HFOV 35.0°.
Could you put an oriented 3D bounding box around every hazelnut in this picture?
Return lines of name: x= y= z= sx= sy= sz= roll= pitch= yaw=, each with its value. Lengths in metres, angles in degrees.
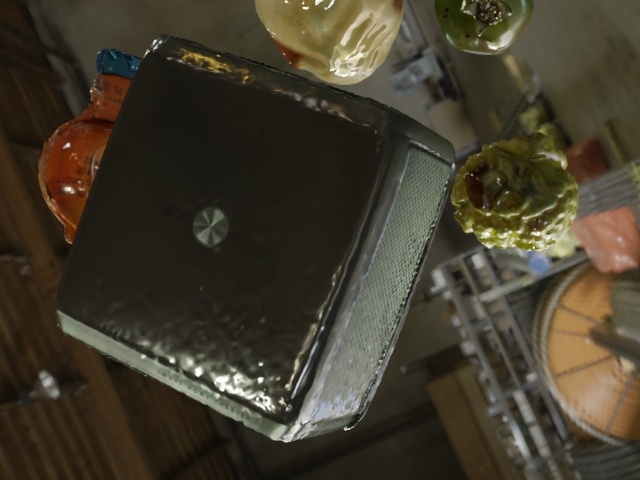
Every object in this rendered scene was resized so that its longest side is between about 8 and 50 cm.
hazelnut: x=0.023 y=-0.408 z=1.742 sx=0.261 sy=0.261 sz=0.241 roll=61 pitch=-147 yaw=-41

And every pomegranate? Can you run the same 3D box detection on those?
pomegranate: x=0.297 y=-0.421 z=1.836 sx=0.224 sy=0.182 sz=0.181 roll=-70 pitch=-44 yaw=-72

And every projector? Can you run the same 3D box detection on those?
projector: x=-0.078 y=-0.010 z=1.282 sx=0.395 sy=0.405 sz=0.242 roll=22 pitch=-176 yaw=26

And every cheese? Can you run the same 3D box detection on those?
cheese: x=-0.326 y=-0.142 z=1.588 sx=0.129 sy=0.217 sz=0.329 roll=-21 pitch=57 yaw=59

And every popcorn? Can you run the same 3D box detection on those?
popcorn: x=0.338 y=-0.080 z=1.755 sx=0.169 sy=0.218 sz=0.189 roll=69 pitch=-146 yaw=-69
